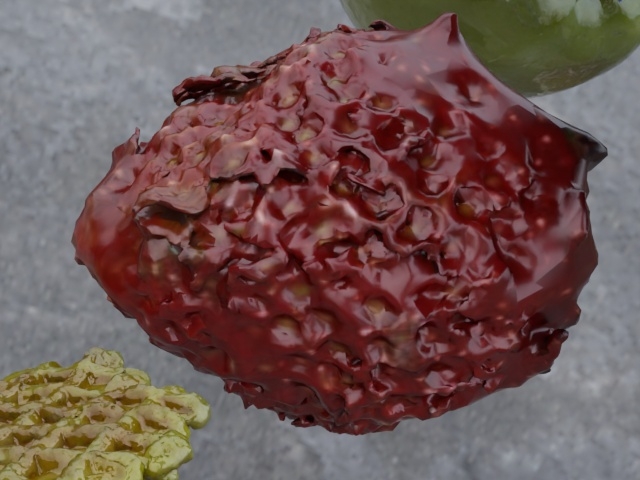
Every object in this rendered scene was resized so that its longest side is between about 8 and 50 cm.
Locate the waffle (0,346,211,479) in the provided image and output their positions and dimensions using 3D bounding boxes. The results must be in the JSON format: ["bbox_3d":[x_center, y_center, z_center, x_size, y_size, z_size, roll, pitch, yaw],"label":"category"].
[{"bbox_3d":[-0.194,0.126,1.081,0.243,0.059,0.238,-12,15,-21],"label":"waffle"}]

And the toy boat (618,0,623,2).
[{"bbox_3d":[0.225,-0.281,1.338,0.210,0.084,0.066,46,24,-33],"label":"toy boat"}]

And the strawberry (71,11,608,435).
[{"bbox_3d":[0.000,0.000,0.687,0.201,0.184,0.187,-6,46,-32],"label":"strawberry"}]

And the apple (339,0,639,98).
[{"bbox_3d":[0.183,-0.306,1.616,0.357,0.357,0.357,14,37,-11],"label":"apple"}]
